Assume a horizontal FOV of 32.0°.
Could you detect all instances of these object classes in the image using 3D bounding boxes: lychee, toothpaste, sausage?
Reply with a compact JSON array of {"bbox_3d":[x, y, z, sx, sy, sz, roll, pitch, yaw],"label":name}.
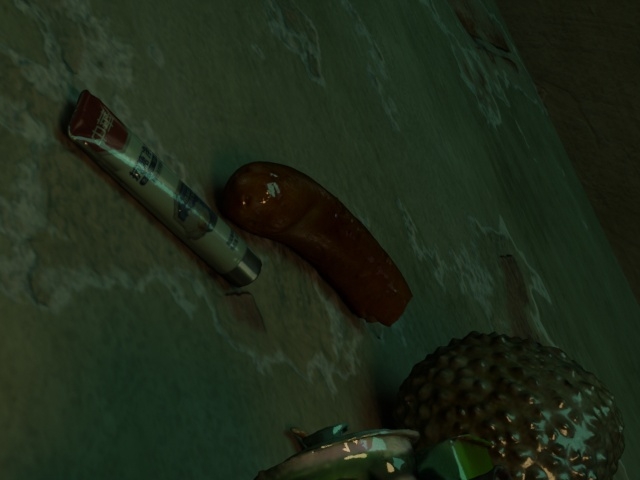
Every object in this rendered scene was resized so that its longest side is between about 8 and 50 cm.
[{"bbox_3d":[0.202,0.232,1.210,0.274,0.255,0.255,30,25,3],"label":"lychee"},{"bbox_3d":[-0.141,-0.040,1.015,0.239,0.039,0.062,45,35,-31],"label":"toothpaste"},{"bbox_3d":[-0.001,-0.004,1.215,0.302,0.076,0.103,40,32,-43],"label":"sausage"}]

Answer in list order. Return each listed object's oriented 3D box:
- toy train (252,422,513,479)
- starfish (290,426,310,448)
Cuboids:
[{"bbox_3d":[-0.005,0.229,0.687,0.249,0.307,0.173,33,35,-63],"label":"toy train"},{"bbox_3d":[0.044,0.308,1.013,0.295,0.048,0.231,60,23,-5],"label":"starfish"}]
